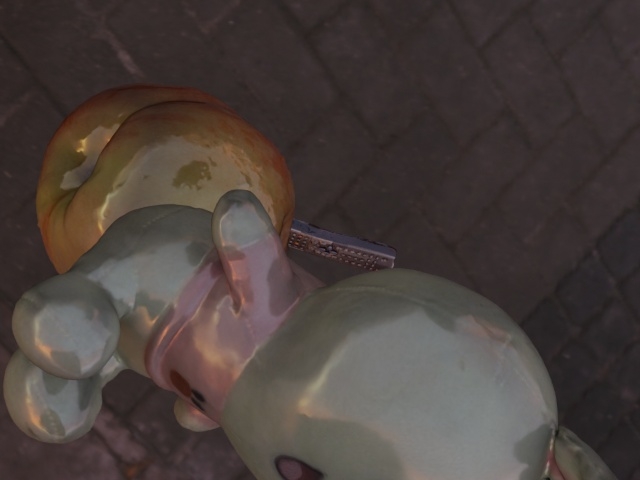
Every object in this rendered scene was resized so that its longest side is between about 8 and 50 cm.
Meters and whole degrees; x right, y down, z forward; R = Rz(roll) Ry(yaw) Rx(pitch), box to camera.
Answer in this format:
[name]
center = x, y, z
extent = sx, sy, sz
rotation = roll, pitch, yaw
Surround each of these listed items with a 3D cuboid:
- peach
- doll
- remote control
[peach]
center = -0.120, -0.023, 1.027
extent = 0.232, 0.232, 0.232
rotation = -9, 107, -30
[doll]
center = 0.001, 0.055, 0.529
extent = 0.155, 0.275, 0.113
rotation = 99, 9, -47
[remote control]
center = 0.000, 0.000, 1.646
extent = 0.212, 0.059, 0.028
rotation = 17, 55, -9
